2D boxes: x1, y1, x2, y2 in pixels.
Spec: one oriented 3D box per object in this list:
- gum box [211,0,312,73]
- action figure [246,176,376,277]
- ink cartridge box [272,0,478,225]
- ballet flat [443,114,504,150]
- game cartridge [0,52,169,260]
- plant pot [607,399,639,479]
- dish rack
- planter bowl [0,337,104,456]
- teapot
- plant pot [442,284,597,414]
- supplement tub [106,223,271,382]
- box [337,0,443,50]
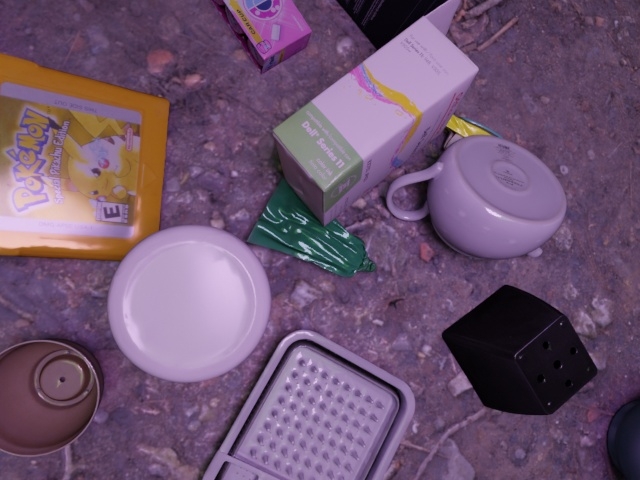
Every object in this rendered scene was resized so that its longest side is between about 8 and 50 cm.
[{"bbox_3d":[-0.116,-0.419,0.747,0.107,0.062,0.188,-36,95,-12],"label":"gum box"},{"bbox_3d":[0.000,0.000,0.755,0.232,0.063,0.137,29,80,-6],"label":"action figure"},{"bbox_3d":[0.106,-0.194,0.659,0.353,0.207,0.119,-39,81,-6],"label":"ink cartridge box"},{"bbox_3d":[0.250,-0.224,0.821,0.231,0.077,0.077,31,100,-6],"label":"ballet flat"},{"bbox_3d":[-0.405,-0.115,0.619,0.323,0.052,0.285,5,86,-36],"label":"game cartridge"},{"bbox_3d":[0.728,0.438,0.828,0.293,0.196,0.293,1,87,-13],"label":"plant pot"},{"bbox_3d":[-0.015,0.350,0.733,0.285,0.072,0.333,31,82,-9],"label":"dish rack"},{"bbox_3d":[-0.411,0.223,0.632,0.162,0.109,0.162,0,88,-13],"label":"planter bowl"},{"bbox_3d":[0.294,-0.058,0.769,0.252,0.187,0.256,-25,66,-31],"label":"teapot"},{"bbox_3d":[0.385,0.213,0.778,0.188,0.167,0.187,-33,95,-13],"label":"plant pot"},{"bbox_3d":[-0.178,0.079,0.605,0.191,0.272,0.191,0,88,-12],"label":"supplement tub"},{"bbox_3d":[0.135,-0.461,0.702,0.103,0.261,0.184,-41,97,-11],"label":"box"}]
